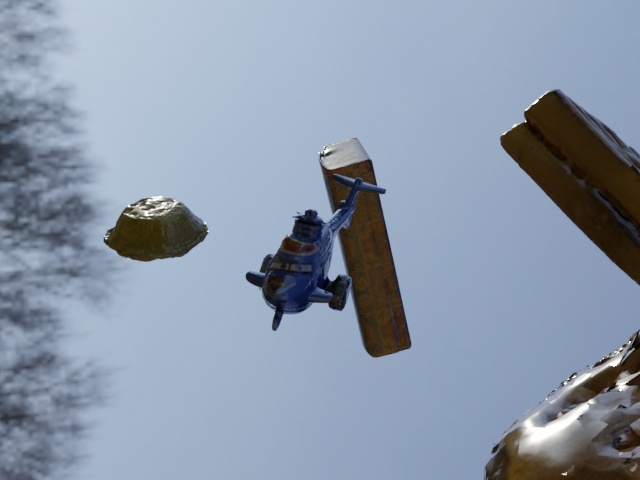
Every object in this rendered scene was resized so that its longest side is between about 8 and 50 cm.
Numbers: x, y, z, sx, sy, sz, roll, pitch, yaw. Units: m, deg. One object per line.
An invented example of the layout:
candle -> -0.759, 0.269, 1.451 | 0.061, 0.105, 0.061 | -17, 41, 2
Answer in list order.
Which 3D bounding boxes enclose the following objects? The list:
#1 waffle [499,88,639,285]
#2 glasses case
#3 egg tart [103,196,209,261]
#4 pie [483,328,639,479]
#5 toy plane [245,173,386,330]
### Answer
waffle -> 0.367, -0.021, 1.517 | 0.098, 0.224, 0.327 | -48, -127, 17
glasses case -> 0.045, 0.009, 1.388 | 0.075, 0.049, 0.218 | -116, -169, -66
egg tart -> -0.163, -0.015, 1.322 | 0.105, 0.105, 0.039 | 34, -45, 52
pie -> 0.229, 0.126, 0.918 | 0.273, 0.273, 0.069 | 0, -55, 58
toy plane -> 0.000, 0.000, 0.782 | 0.054, 0.167, 0.062 | 16, -67, 11
